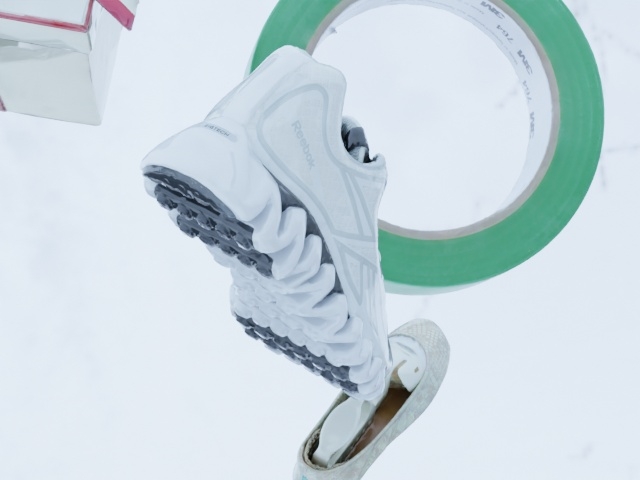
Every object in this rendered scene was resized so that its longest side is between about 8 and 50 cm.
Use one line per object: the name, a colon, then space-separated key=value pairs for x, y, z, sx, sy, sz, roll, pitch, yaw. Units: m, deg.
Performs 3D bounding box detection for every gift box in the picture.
gift box: x=-0.246 y=-0.221 z=1.265 sx=0.255 sy=0.276 sz=0.258 roll=5 pitch=164 yaw=-2

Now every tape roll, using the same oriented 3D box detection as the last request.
tape roll: x=0.089 y=-0.113 z=1.535 sx=0.321 sy=0.321 sz=0.077 roll=-2 pitch=173 yaw=-9

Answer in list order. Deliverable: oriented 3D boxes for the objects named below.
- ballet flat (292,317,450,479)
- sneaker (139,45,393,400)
ballet flat: x=0.039 y=0.108 z=1.164 sx=0.057 sy=0.168 sz=0.052 roll=24 pitch=148 yaw=21
sneaker: x=0.000 y=0.000 z=1.004 sx=0.110 sy=0.118 sz=0.292 roll=27 pitch=161 yaw=26
